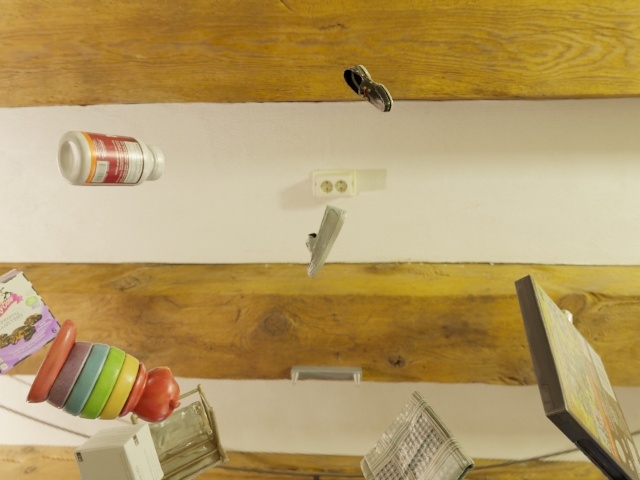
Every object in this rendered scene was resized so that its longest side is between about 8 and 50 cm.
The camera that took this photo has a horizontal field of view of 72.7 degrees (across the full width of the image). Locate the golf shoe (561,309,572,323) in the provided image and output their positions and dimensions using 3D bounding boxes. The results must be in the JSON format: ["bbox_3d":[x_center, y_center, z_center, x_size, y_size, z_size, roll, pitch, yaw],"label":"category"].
[{"bbox_3d":[0.631,0.256,1.088,0.085,0.176,0.069,-7,-39,43],"label":"golf shoe"}]

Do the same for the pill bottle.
[{"bbox_3d":[-0.346,-0.134,0.731,0.085,0.152,0.086,4,-83,32],"label":"pill bottle"}]

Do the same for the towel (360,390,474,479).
[{"bbox_3d":[0.251,0.643,1.252,0.056,0.312,0.324,31,-83,-24],"label":"towel"}]

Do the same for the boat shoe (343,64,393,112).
[{"bbox_3d":[0.094,-0.298,0.866,0.133,0.041,0.049,54,-30,23],"label":"boat shoe"}]

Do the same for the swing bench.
[{"bbox_3d":[-0.482,0.686,1.499,0.253,0.165,0.255,-18,-66,-26],"label":"swing bench"}]

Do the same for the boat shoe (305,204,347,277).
[{"bbox_3d":[0.000,0.000,1.275,0.081,0.079,0.228,26,-73,1],"label":"boat shoe"}]

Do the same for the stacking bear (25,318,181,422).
[{"bbox_3d":[-0.449,0.311,0.951,0.288,0.165,0.175,26,-37,-21],"label":"stacking bear"}]

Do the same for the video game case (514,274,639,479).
[{"bbox_3d":[0.412,0.224,0.698,0.035,0.275,0.248,-35,-70,32],"label":"video game case"}]

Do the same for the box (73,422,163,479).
[{"bbox_3d":[-0.590,0.658,1.279,0.181,0.119,0.181,-13,-83,14],"label":"box"}]

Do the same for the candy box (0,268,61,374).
[{"bbox_3d":[-0.770,0.197,1.072,0.070,0.165,0.197,5,-56,41],"label":"candy box"}]
